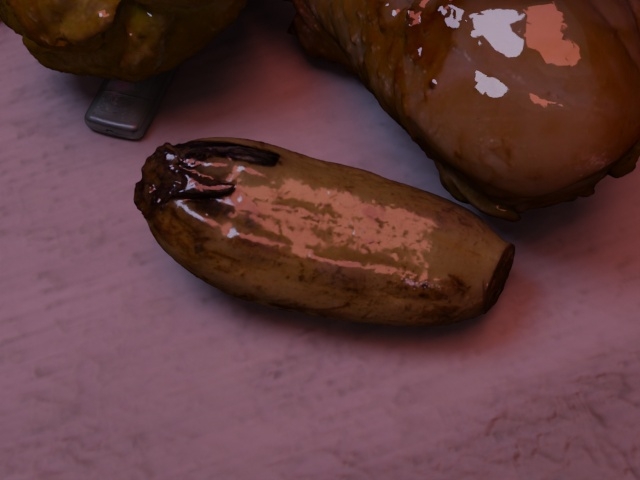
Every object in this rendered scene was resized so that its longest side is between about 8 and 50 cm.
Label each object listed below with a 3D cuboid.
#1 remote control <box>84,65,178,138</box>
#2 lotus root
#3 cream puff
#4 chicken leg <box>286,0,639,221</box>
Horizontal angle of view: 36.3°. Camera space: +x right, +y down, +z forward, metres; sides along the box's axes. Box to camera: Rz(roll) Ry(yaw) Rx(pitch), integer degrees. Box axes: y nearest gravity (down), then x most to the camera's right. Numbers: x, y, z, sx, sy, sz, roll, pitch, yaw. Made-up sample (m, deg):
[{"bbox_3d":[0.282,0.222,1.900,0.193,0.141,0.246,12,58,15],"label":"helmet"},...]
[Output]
[{"bbox_3d":[-0.146,-0.135,0.791,0.053,0.018,0.125,13,60,9],"label":"remote control"},{"bbox_3d":[0.000,0.000,0.658,0.258,0.097,0.110,17,67,4],"label":"lotus root"},{"bbox_3d":[-0.140,-0.232,0.727,0.244,0.196,0.244,-5,81,31],"label":"cream puff"},{"bbox_3d":[0.100,-0.176,0.748,0.409,0.182,0.295,28,53,36],"label":"chicken leg"}]
